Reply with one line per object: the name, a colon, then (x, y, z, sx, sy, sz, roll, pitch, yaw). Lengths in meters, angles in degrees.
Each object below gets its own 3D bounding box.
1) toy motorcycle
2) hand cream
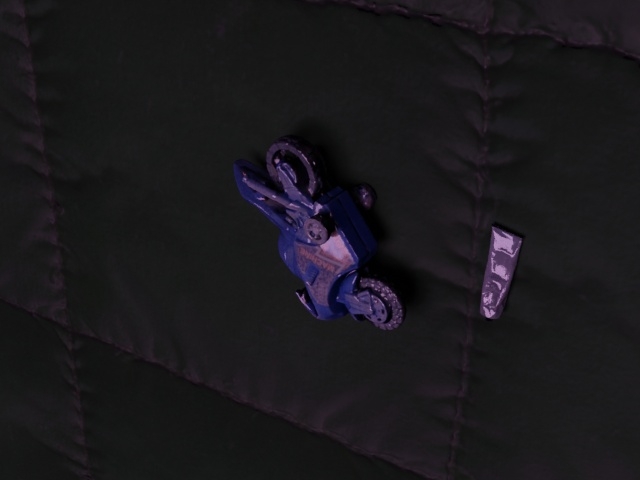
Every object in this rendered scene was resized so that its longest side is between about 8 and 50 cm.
toy motorcycle: (0.000, 0.000, 1.063, 0.114, 0.076, 0.205, -24, 100, 49)
hand cream: (0.155, 0.030, 1.005, 0.030, 0.019, 0.093, 23, 121, 26)
